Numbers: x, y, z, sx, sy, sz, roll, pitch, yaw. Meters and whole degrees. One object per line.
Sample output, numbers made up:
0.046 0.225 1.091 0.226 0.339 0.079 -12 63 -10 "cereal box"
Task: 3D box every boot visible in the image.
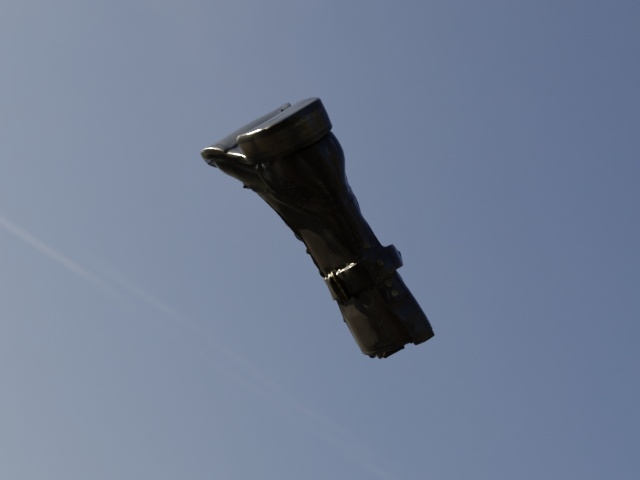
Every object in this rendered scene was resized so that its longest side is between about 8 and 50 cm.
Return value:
0.000 0.000 1.678 0.229 0.091 0.263 61 -11 -7 "boot"
